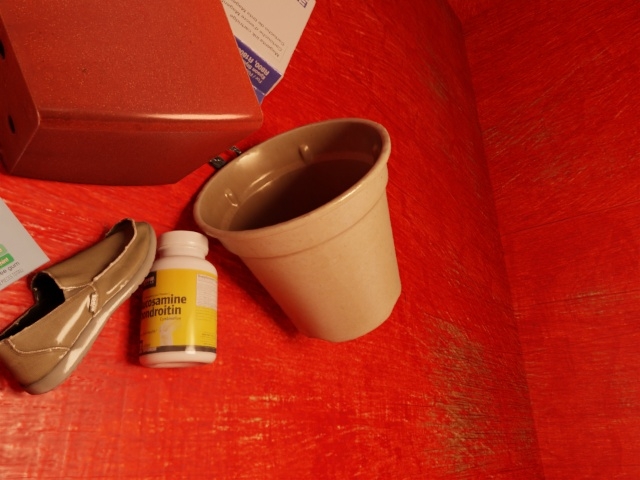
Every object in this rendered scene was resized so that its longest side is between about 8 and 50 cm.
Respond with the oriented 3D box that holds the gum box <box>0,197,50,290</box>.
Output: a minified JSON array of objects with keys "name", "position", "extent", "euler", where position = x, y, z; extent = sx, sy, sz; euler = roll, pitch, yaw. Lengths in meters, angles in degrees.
[{"name":"gum box","position":[-0.408,-0.010,0.481],"extent":[0.184,0.041,0.157],"euler":[60,36,-16]}]

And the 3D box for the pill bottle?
[{"name":"pill bottle","position":[-0.200,0.084,0.672],"extent":[0.103,0.103,0.184],"euler":[20,59,-49]}]

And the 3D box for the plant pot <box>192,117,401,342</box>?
[{"name":"plant pot","position":[0.000,0.000,0.832],"extent":[0.305,0.334,0.333],"euler":[65,32,-33]}]

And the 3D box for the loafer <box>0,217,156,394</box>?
[{"name":"loafer","position":[-0.289,0.055,0.570],"extent":[0.087,0.094,0.251],"euler":[53,39,-33]}]

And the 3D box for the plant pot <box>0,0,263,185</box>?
[{"name":"plant pot","position":[-0.277,-0.207,0.585],"extent":[0.236,0.267,0.267],"euler":[-23,94,-43]}]

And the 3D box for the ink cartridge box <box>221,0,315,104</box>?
[{"name":"ink cartridge box","position":[-0.188,-0.438,0.862],"extent":[0.324,0.071,0.330],"euler":[32,56,-25]}]

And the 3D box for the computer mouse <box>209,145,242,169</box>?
[{"name":"computer mouse","position":[-0.135,-0.117,0.923],"extent":[0.242,0.041,0.071],"euler":[35,69,-35]}]
